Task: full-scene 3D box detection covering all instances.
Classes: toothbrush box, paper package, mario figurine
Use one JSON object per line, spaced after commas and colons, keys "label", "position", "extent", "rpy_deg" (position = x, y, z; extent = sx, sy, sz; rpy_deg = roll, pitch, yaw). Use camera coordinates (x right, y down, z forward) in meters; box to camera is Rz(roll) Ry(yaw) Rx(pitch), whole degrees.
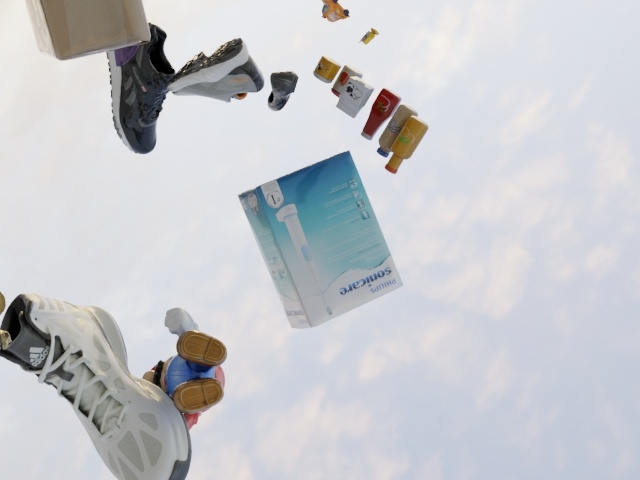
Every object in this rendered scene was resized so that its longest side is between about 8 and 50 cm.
{"label": "toothbrush box", "position": [0.000, 0.000, 2.259], "extent": [0.216, 0.295, 0.126], "rpy_deg": [-24, -177, -21]}
{"label": "paper package", "position": [-0.423, -0.478, 1.936], "extent": [0.168, 0.324, 0.309], "rpy_deg": [-16, -164, -16]}
{"label": "mario figurine", "position": [-0.252, 0.241, 1.962], "extent": [0.198, 0.170, 0.320], "rpy_deg": [-51, -178, -18]}

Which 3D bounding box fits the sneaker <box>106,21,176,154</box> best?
{"label": "sneaker", "position": [-0.354, -0.305, 2.332], "extent": [0.124, 0.283, 0.107], "rpy_deg": [6, -152, 23]}

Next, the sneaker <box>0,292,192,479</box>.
{"label": "sneaker", "position": [-0.409, 0.254, 1.905], "extent": [0.169, 0.257, 0.447], "rpy_deg": [-51, -128, 11]}

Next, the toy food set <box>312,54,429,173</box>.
{"label": "toy food set", "position": [0.078, -0.223, 2.020], "extent": [0.104, 0.232, 0.111], "rpy_deg": [-59, 169, 18]}

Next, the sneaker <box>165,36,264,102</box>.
{"label": "sneaker", "position": [-0.205, -0.304, 2.188], "extent": [0.100, 0.108, 0.272], "rpy_deg": [-51, -154, -24]}

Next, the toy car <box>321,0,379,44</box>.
{"label": "toy car", "position": [0.040, -0.374, 1.930], "extent": [0.040, 0.060, 0.122], "rpy_deg": [-46, -130, 0]}

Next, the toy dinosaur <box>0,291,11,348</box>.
{"label": "toy dinosaur", "position": [-0.467, 0.083, 1.517], "extent": [0.093, 0.053, 0.183], "rpy_deg": [-22, -113, -17]}

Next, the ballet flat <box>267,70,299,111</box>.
{"label": "ballet flat", "position": [-0.073, -0.267, 1.999], "extent": [0.173, 0.049, 0.057], "rpy_deg": [145, -37, -77]}
